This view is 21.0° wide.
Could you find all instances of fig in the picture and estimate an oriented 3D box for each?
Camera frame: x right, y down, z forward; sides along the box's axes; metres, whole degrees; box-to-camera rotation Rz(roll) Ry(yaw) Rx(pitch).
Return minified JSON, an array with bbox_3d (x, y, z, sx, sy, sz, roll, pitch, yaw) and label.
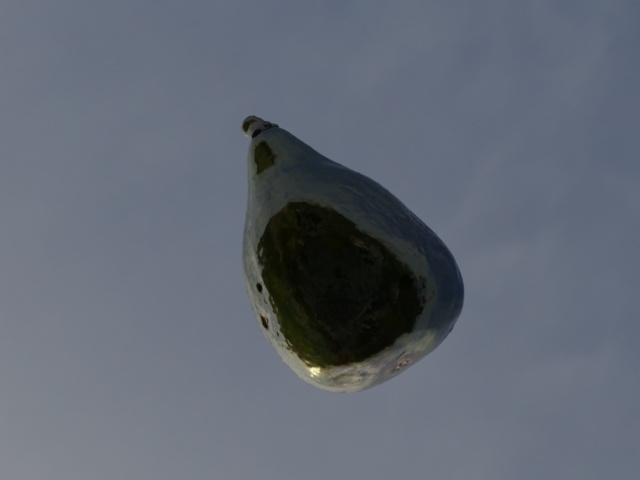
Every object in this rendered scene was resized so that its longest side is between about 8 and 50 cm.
[{"bbox_3d":[0.000,0.000,0.993,0.117,0.117,0.177,-34,-97,18],"label":"fig"}]
